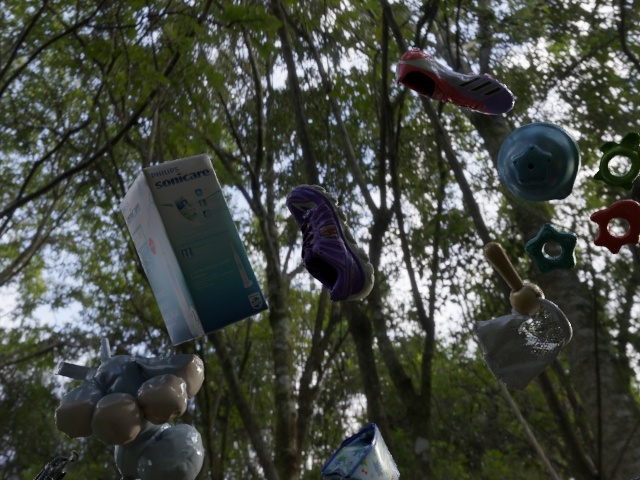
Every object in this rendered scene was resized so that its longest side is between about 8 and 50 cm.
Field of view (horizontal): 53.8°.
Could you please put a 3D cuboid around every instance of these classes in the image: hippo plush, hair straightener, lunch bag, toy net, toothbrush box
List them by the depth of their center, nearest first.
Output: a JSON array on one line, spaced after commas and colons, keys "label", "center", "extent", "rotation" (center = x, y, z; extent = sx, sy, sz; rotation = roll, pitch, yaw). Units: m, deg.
[{"label": "toy net", "center": [0.200, 0.019, 0.539], "extent": [0.122, 0.045, 0.232], "rotation": [11, -73, 25]}, {"label": "hippo plush", "center": [-0.332, 0.336, 1.098], "extent": [0.294, 0.234, 0.236], "rotation": [1, -71, 29]}, {"label": "toothbrush box", "center": [-0.236, 0.023, 1.137], "extent": [0.126, 0.216, 0.295], "rotation": [-19, -93, -30]}, {"label": "hair straightener", "center": [-0.508, 0.463, 1.139], "extent": [0.089, 0.230, 0.047], "rotation": [-21, -77, 29]}, {"label": "lunch bag", "center": [0.088, 0.449, 1.216], "extent": [0.096, 0.151, 0.129], "rotation": [-11, -71, 44]}]

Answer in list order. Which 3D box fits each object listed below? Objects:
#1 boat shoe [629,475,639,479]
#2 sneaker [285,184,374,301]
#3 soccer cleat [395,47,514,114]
[{"label": "boat shoe", "center": [0.054, 0.237, 0.368], "extent": [0.500, 0.156, 0.187], "rotation": [-29, -37, 29]}, {"label": "sneaker", "center": [0.000, 0.000, 0.761], "extent": [0.071, 0.170, 0.068], "rotation": [-13, -34, -31]}, {"label": "soccer cleat", "center": [0.263, -0.298, 1.250], "extent": [0.248, 0.095, 0.083], "rotation": [24, -36, -4]}]
